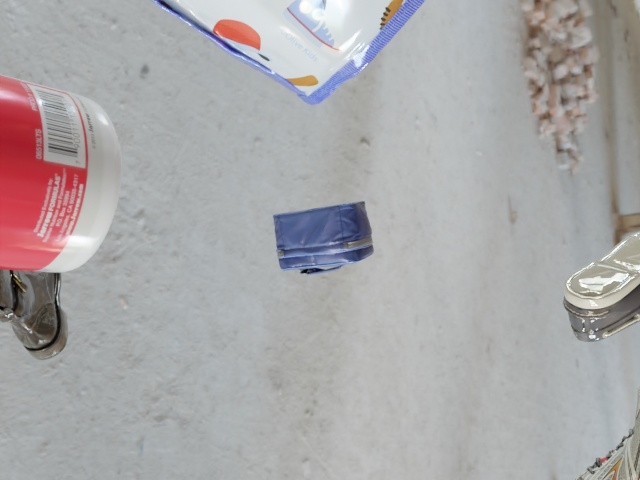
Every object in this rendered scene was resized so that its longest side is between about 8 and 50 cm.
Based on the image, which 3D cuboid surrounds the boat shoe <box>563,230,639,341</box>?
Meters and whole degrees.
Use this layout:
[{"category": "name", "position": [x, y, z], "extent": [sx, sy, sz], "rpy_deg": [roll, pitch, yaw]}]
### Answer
[{"category": "boat shoe", "position": [0.331, 0.041, 0.740], "extent": [0.206, 0.075, 0.065], "rpy_deg": [-22, 118, -23]}]

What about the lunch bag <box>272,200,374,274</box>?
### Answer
[{"category": "lunch bag", "position": [0.000, 0.000, 0.710], "extent": [0.067, 0.098, 0.065], "rpy_deg": [-14, 95, -66]}]

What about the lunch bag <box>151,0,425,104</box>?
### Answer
[{"category": "lunch bag", "position": [-0.022, -0.347, 0.575], "extent": [0.327, 0.385, 0.239], "rpy_deg": [30, 12, -26]}]

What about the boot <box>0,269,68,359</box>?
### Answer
[{"category": "boot", "position": [-0.457, 0.037, 1.056], "extent": [0.263, 0.091, 0.229], "rpy_deg": [57, -11, 30]}]

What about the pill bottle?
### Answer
[{"category": "pill bottle", "position": [-0.446, -0.089, 0.776], "extent": [0.407, 0.229, 0.229], "rpy_deg": [8, 76, -47]}]

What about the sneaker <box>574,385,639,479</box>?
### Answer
[{"category": "sneaker", "position": [0.332, 0.265, 0.804], "extent": [0.088, 0.092, 0.225], "rpy_deg": [27, 82, -53]}]
